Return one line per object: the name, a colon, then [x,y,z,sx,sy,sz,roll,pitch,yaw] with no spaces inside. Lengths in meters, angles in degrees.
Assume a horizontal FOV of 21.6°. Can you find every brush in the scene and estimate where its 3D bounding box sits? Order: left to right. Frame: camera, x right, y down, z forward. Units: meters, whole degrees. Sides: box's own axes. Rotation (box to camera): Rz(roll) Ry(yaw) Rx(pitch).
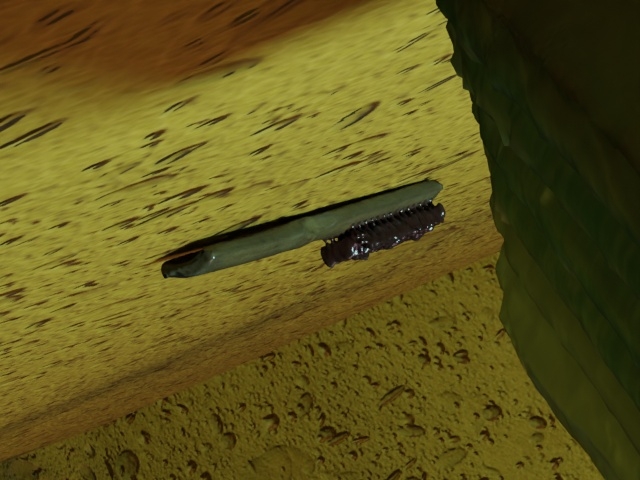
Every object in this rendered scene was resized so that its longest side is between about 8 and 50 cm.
brush: [0.000,0.000,1.015,0.043,0.036,0.248,-31,171,35]

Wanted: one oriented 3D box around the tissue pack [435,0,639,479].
tissue pack: [0.200,0.000,0.310,0.287,0.162,0.388,-23,-152,-1]
